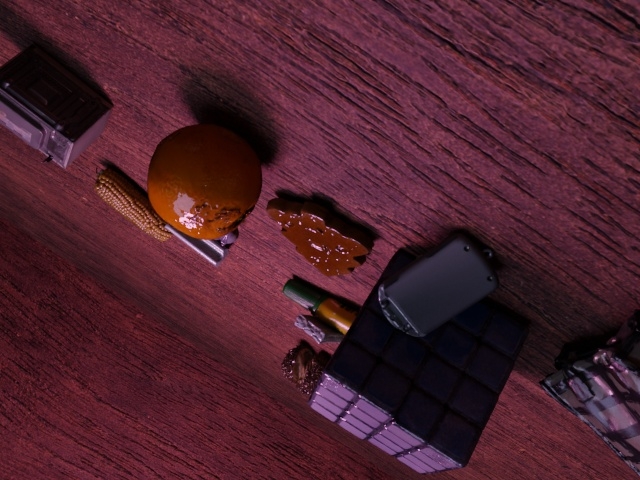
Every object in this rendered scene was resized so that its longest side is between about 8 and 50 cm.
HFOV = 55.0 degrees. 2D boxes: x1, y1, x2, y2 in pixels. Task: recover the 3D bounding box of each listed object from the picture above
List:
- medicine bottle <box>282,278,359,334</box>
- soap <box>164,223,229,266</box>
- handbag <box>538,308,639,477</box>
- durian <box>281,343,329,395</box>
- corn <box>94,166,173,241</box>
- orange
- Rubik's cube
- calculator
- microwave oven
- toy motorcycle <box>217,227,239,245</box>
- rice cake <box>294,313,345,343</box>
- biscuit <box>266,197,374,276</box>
[{"bbox_3d":[0.026,0.204,1.776,0.309,0.076,0.111,27,174,17],"label":"medicine bottle"},{"bbox_3d":[-0.373,-0.005,1.866,0.198,0.066,0.119,38,175,-10],"label":"soap"},{"bbox_3d":[0.620,0.303,1.136,0.327,0.162,0.325,37,154,8],"label":"handbag"},{"bbox_3d":[-0.060,0.487,2.285,0.196,0.167,0.196,16,115,38],"label":"durian"},{"bbox_3d":[-0.588,-0.111,1.928,0.310,0.101,0.101,45,153,-21],"label":"corn"},{"bbox_3d":[-0.245,-0.129,1.306,0.246,0.246,0.246,27,155,14],"label":"orange"},{"bbox_3d":[0.205,0.291,1.393,0.337,0.344,0.344,32,157,8],"label":"Rubik's cube"},{"bbox_3d":[0.230,0.089,1.195,0.246,0.045,0.141,-37,100,19],"label":"calculator"},{"bbox_3d":[-0.673,-0.327,1.513,0.240,0.194,0.145,39,140,-10],"label":"microwave oven"},{"bbox_3d":[-0.292,-0.041,1.729,0.122,0.080,0.215,38,166,-13],"label":"toy motorcycle"},{"bbox_3d":[0.032,0.265,1.811,0.124,0.038,0.211,32,-169,34],"label":"rice cake"},{"bbox_3d":[0.001,-0.001,1.472,0.278,0.043,0.301,24,155,15],"label":"biscuit"}]
